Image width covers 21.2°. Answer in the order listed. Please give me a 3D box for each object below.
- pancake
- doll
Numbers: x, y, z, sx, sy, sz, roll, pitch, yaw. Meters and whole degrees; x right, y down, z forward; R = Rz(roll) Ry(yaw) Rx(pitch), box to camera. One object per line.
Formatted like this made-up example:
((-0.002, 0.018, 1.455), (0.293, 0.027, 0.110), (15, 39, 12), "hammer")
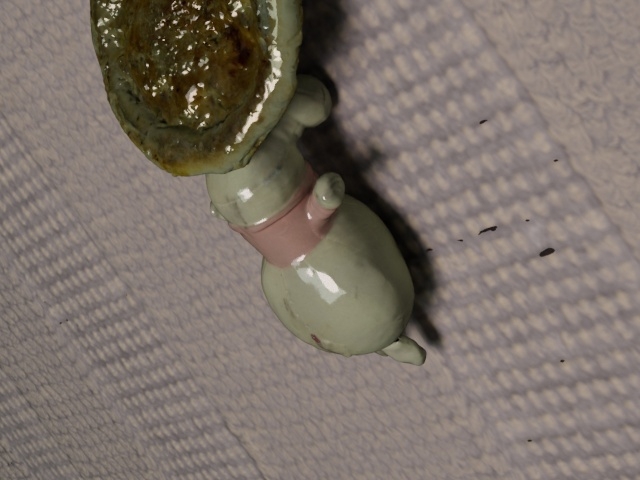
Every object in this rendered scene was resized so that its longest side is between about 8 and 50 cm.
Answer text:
((-0.102, -0.169, 1.297), (0.253, 0.037, 0.253), (8, 101, 46), "pancake")
((-0.009, 0.004, 1.374), (0.155, 0.113, 0.275), (1, 123, 49), "doll")
